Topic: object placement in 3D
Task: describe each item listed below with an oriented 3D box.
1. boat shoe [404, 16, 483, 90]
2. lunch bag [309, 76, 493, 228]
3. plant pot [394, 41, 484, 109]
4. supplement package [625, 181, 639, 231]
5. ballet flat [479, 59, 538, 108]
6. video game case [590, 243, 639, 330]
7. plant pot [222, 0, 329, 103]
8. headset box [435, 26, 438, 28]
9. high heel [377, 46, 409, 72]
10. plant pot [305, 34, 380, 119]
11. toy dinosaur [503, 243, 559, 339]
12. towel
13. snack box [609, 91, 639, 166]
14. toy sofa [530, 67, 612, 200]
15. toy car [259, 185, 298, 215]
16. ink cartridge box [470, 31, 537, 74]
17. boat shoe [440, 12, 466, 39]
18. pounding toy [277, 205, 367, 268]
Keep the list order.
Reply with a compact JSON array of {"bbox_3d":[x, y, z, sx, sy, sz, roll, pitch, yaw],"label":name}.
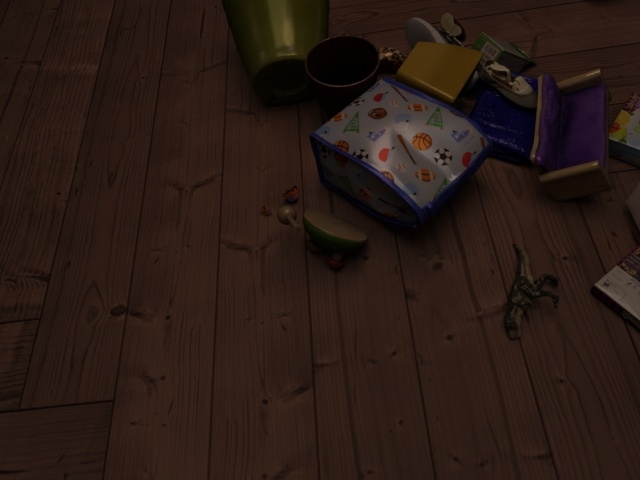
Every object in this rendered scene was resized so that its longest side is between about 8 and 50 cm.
[{"bbox_3d":[0.404,-0.609,1.703,0.105,0.113,0.306,-37,72,-28],"label":"boat shoe"},{"bbox_3d":[0.223,-0.227,1.464,0.385,0.239,0.328,32,67,33],"label":"lunch bag"},{"bbox_3d":[0.325,-0.456,1.574,0.187,0.212,0.212,30,68,8],"label":"plant pot"},{"bbox_3d":[0.885,-0.040,1.245,0.178,0.175,0.292,3,50,-1],"label":"supplement package"},{"bbox_3d":[0.559,-0.463,1.571,0.072,0.068,0.213,-37,62,-17],"label":"ballet flat"},{"bbox_3d":[0.807,0.129,1.264,0.210,0.041,0.232,-36,60,-15],"label":"video game case"},{"bbox_3d":[-0.127,-0.656,1.740,0.367,0.366,0.352,-9,69,3],"label":"plant pot"},{"bbox_3d":[0.386,-0.703,1.851,0.062,0.032,0.083,-10,57,1],"label":"headset box"},{"bbox_3d":[0.173,-0.543,1.763,0.261,0.093,0.186,8,70,12],"label":"high heel"},{"bbox_3d":[0.073,-0.460,1.628,0.216,0.230,0.215,-3,59,5],"label":"plant pot"},{"bbox_3d":[0.520,0.116,1.308,0.118,0.064,0.268,7,56,20],"label":"toy dinosaur"},{"bbox_3d":[0.565,-0.380,1.598,0.228,0.076,0.308,20,63,20],"label":"towel"},{"bbox_3d":[0.917,-0.304,1.501,0.175,0.070,0.207,30,68,24],"label":"snack box"},{"bbox_3d":[0.687,-0.303,1.445,0.150,0.177,0.362,-11,49,41],"label":"toy sofa"},{"bbox_3d":[-0.115,-0.114,1.570,0.122,0.060,0.040,-31,102,8],"label":"toy car"},{"bbox_3d":[0.589,-0.591,1.708,0.209,0.062,0.109,-3,47,-40],"label":"ink cartridge box"},{"bbox_3d":[0.462,-0.744,1.861,0.049,0.042,0.133,-46,49,30],"label":"boat shoe"},{"bbox_3d":[0.000,0.000,1.420,0.237,0.110,0.183,13,20,-24],"label":"pounding toy"}]
